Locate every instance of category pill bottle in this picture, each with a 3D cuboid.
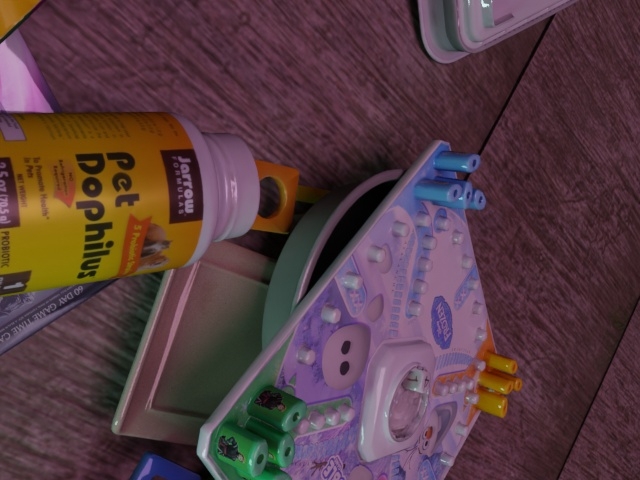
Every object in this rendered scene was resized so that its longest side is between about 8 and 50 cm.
[{"bbox_3d":[-0.154,-0.030,0.479,0.215,0.117,0.117,-9,104,-38],"label":"pill bottle"}]

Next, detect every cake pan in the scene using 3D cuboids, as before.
[{"bbox_3d":[0.045,0.071,0.696,0.293,0.054,0.293,-18,114,-49],"label":"cake pan"}]

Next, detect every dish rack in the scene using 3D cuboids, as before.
[{"bbox_3d":[0.235,-0.371,0.767,0.333,0.072,0.285,-32,127,-29],"label":"dish rack"}]

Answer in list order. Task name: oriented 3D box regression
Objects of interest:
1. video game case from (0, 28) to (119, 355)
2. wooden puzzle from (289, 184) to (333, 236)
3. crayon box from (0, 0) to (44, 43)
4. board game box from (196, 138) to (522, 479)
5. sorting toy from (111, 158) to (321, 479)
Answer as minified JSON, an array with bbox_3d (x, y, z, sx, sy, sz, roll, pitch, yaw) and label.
[{"bbox_3d":[-0.268,-0.046,0.477,0.196,0.026,0.274,-36,118,-28],"label":"video game case"},{"bbox_3d":[0.000,0.000,0.709,0.078,0.014,0.116,-4,100,-34],"label":"wooden puzzle"},{"bbox_3d":[-0.331,-0.169,0.327,0.313,0.106,0.363,46,68,-26],"label":"crayon box"},{"bbox_3d":[0.089,0.165,0.693,0.390,0.050,0.390,-50,136,-32],"label":"board game box"},{"bbox_3d":[-0.088,0.096,0.633,0.196,0.047,0.348,25,80,-43],"label":"sorting toy"}]
